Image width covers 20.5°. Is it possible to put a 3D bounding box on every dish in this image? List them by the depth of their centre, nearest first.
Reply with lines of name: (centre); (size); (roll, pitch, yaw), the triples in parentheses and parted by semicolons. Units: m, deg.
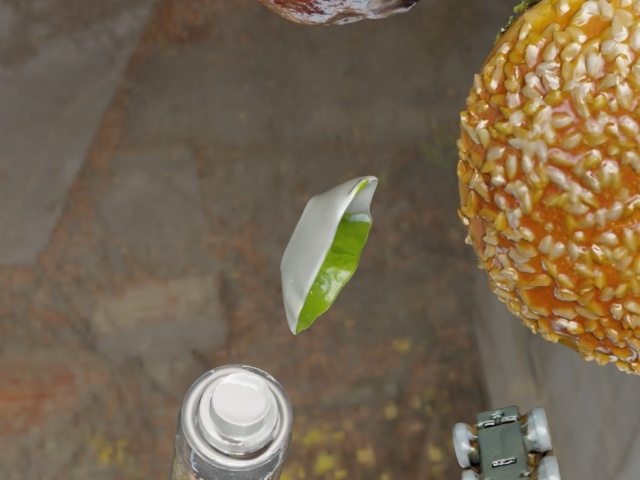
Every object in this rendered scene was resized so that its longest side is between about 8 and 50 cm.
dish: (0.000, 0.000, 1.272); (0.039, 0.091, 0.137); (31, 134, 15)

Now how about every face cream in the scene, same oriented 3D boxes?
face cream: (-0.063, 0.152, 1.153); (0.073, 0.073, 0.283); (-4, 155, -10)

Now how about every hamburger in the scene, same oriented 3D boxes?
hamburger: (0.266, -0.071, 1.309); (0.330, 0.250, 0.330); (11, 127, 16)

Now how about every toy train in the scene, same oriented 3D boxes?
toy train: (0.174, 0.230, 1.577); (0.089, 0.219, 0.127); (-13, 116, 7)

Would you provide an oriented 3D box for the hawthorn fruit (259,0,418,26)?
hawthorn fruit: (0.009, -0.276, 1.230); (0.215, 0.215, 0.249); (-21, 106, 19)
